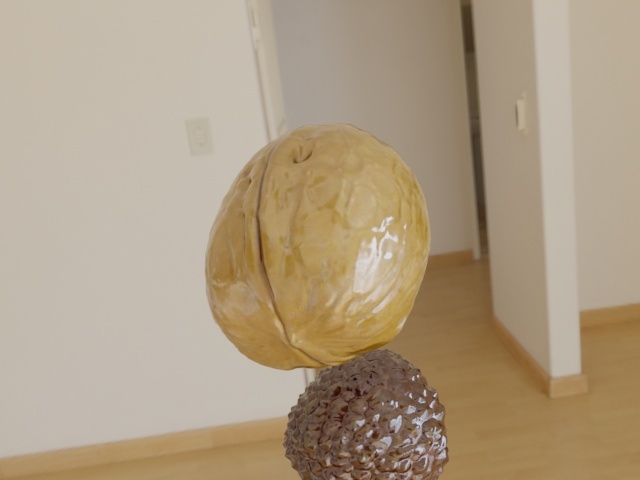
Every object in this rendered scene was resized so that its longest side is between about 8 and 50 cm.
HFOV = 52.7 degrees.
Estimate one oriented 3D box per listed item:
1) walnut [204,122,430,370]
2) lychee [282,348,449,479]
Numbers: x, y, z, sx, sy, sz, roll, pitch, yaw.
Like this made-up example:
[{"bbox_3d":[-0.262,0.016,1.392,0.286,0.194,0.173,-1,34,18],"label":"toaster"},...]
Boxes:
[{"bbox_3d":[0.000,0.000,0.485,0.165,0.165,0.197,-1,49,24],"label":"walnut"},{"bbox_3d":[0.048,0.217,0.731,0.188,0.188,0.188,-7,14,2],"label":"lychee"}]
